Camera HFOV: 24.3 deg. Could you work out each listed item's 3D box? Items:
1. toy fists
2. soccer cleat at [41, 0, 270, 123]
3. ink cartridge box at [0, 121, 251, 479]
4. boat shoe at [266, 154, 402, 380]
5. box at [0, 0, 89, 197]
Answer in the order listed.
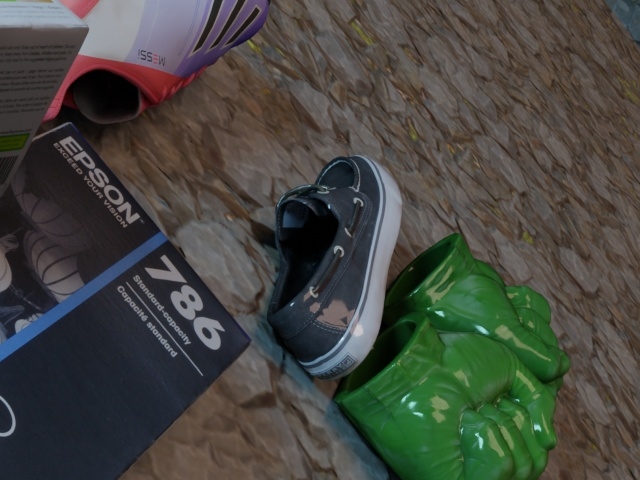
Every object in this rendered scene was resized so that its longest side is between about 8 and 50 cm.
[{"bbox_3d":[0.109,0.097,1.060,0.142,0.096,0.279,50,23,-8],"label":"toy fists"},{"bbox_3d":[-0.124,-0.131,0.975,0.318,0.109,0.116,-11,86,-65],"label":"soccer cleat"},{"bbox_3d":[-0.137,0.039,0.744,0.165,0.065,0.332,50,23,-3],"label":"ink cartridge box"},{"bbox_3d":[0.000,0.000,1.031,0.076,0.080,0.228,43,33,-23],"label":"boat shoe"},{"bbox_3d":[-0.226,-0.112,0.668,0.203,0.103,0.114,41,25,19],"label":"box"}]
